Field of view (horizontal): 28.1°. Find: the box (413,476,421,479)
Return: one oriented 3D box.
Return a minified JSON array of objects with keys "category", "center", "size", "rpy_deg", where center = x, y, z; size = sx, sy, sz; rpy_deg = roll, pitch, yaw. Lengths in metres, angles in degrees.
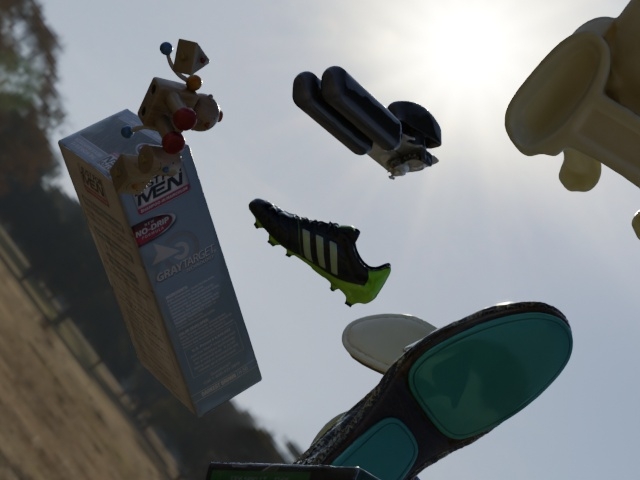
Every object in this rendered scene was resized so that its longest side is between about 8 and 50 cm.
[{"category":"box","center":[0.094,0.373,1.734],"size":[0.094,0.137,0.027],"rpy_deg":[53,29,-16]}]

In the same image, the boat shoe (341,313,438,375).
[{"category":"boat shoe","center":[0.181,0.189,1.965],"size":[0.305,0.109,0.091],"rpy_deg":[9,-34,16]}]

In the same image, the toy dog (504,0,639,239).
[{"category":"toy dog","center":[0.454,-0.196,1.653],"size":[0.284,0.395,0.408],"rpy_deg":[24,9,21]}]

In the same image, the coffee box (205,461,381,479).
[{"category":"coffee box","center":[0.028,0.174,0.733],"size":[0.113,0.040,0.184],"rpy_deg":[-6,-30,41]}]

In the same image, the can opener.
[{"category":"can opener","center":[0.058,-0.144,1.520],"size":[0.280,0.074,0.093],"rpy_deg":[26,59,-57]}]

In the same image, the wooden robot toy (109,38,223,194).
[{"category":"wooden robot toy","center":[-0.123,-0.106,1.168],"size":[0.079,0.173,0.076],"rpy_deg":[4,36,-40]}]

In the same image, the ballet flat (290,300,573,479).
[{"category":"ballet flat","center":[0.107,0.228,1.681],"size":[0.164,0.483,0.182],"rpy_deg":[57,-14,-16]}]

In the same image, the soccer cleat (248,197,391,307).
[{"category":"soccer cleat","center":[0.000,0.000,1.443],"size":[0.179,0.072,0.060],"rpy_deg":[38,12,-2]}]

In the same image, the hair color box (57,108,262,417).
[{"category":"hair color box","center":[-0.210,0.031,1.705],"size":[0.185,0.113,0.374],"rpy_deg":[32,-36,50]}]
